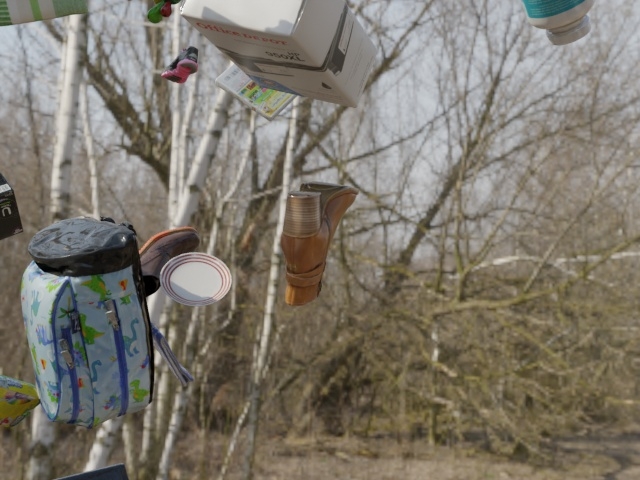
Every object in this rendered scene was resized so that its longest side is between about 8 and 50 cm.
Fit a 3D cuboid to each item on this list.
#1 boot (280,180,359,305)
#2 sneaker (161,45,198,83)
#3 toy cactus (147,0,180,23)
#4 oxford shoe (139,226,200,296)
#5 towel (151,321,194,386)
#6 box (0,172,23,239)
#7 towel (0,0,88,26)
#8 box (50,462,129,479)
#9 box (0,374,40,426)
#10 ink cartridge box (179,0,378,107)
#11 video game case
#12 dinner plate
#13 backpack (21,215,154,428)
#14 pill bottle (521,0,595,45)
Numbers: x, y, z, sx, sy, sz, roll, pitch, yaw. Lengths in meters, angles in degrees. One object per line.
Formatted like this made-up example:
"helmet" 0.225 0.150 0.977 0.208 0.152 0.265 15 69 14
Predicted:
"boot" 0.000 0.000 1.559 0.109 0.220 0.283 7 14 15
"sneaker" -0.279 -0.355 1.555 0.047 0.057 0.119 18 -18 -36
"toy cactus" -0.272 -0.515 1.440 0.180 0.219 0.112 6 8 -4
"oxford shoe" -0.349 0.064 1.643 0.098 0.097 0.271 29 51 33
"towel" -0.410 0.164 1.770 0.040 0.336 0.243 -35 -32 -16
"box" -0.486 -0.046 1.148 0.062 0.083 0.052 -24 50 -29
"towel" -0.551 -0.450 1.194 0.324 0.248 0.038 -13 14 -10
"box" -0.672 0.710 1.836 0.395 0.212 0.293 -29 -18 29
"box" -0.667 0.326 1.591 0.105 0.043 0.179 -40 -40 9
"ink cartridge box" -0.079 -0.461 1.714 0.285 0.166 0.395 17 -5 24
"video game case" -0.161 -0.474 2.284 0.206 0.227 0.026 35 -32 9
"dinner plate" -0.248 0.080 1.538 0.141 0.141 0.017 3 -43 -9
"backpack" -0.424 0.163 1.424 0.273 0.356 0.290 -30 26 -29
"pill bottle" 0.478 -0.541 1.595 0.146 0.146 0.264 -5 -53 37
